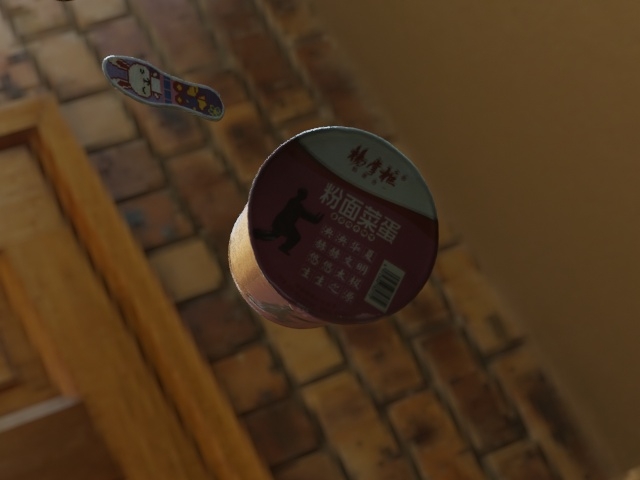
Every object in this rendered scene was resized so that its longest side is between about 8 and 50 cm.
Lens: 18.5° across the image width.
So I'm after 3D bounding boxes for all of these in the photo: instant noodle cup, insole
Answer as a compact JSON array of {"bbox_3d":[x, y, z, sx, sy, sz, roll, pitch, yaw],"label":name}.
[{"bbox_3d":[0.000,0.000,2.309,0.234,0.235,0.178,68,-23,5],"label":"instant noodle cup"},{"bbox_3d":[-0.201,-0.195,2.539,0.004,0.197,0.065,-31,-126,41],"label":"insole"}]
